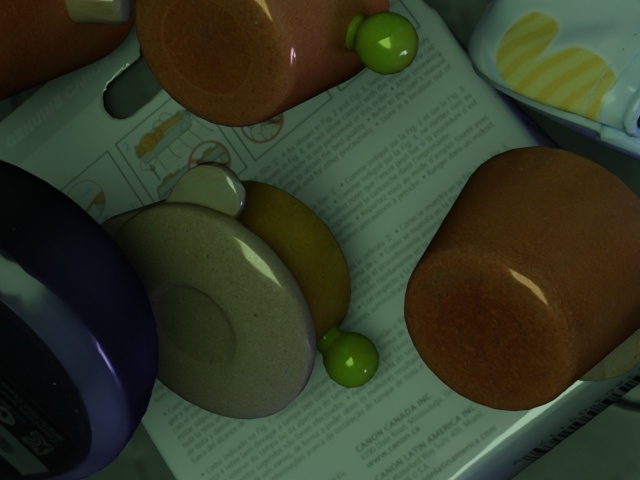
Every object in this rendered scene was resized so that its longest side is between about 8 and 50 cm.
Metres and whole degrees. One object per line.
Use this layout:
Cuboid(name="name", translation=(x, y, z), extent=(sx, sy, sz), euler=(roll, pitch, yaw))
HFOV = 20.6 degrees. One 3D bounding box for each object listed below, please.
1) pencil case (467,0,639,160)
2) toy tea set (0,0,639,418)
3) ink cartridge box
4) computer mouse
Cuboid(name="pencil case", translation=(0.149, -0.153, 0.597), extent=(0.113, 0.124, 0.273), euler=(25, 98, 7))
Cuboid(name="toy tea set", translation=(-0.026, -0.062, 0.617), extent=(0.336, 0.124, 0.200), euler=(45, 134, 1))
Cuboid(name="ink cartridge box", translation=(0.000, 0.000, 0.685), extent=(0.189, 0.066, 0.232), euler=(-38, 67, 11))
Cuboid(name="computer mouse", translation=(-0.141, 0.028, 0.627), extent=(0.188, 0.072, 0.272), euler=(48, 145, -16))
